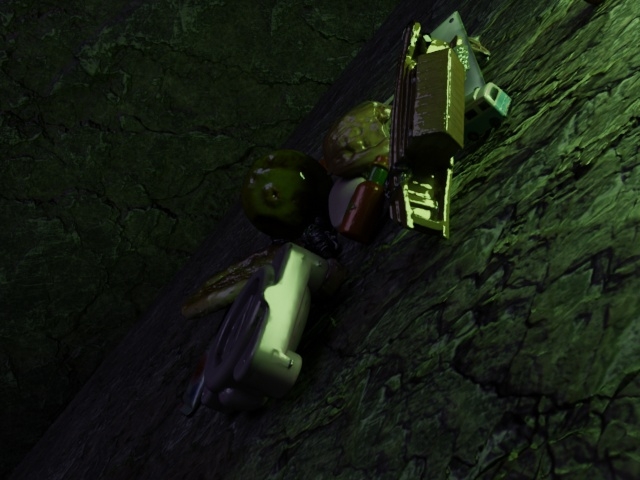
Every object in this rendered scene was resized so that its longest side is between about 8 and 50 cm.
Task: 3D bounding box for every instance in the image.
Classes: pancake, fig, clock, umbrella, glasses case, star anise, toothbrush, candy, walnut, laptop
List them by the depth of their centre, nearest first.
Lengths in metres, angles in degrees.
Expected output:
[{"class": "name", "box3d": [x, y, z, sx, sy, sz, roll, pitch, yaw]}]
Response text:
[{"class": "clock", "box3d": [-0.118, 0.182, 1.286, 0.322, 0.113, 0.295, -46, 22, 50]}, {"class": "candy", "box3d": [0.008, 0.084, 1.364, 0.103, 0.043, 0.103, -43, 16, 16]}, {"class": "laptop", "box3d": [0.276, -0.378, 1.537, 0.188, 0.015, 0.269, -37, 48, 37]}, {"class": "umbrella", "box3d": [-0.003, 0.000, 1.549, 0.080, 0.071, 0.224, -53, 15, 8]}, {"class": "glasses case", "box3d": [0.075, -0.101, 1.563, 0.113, 0.075, 0.297, -44, 14, 16]}, {"class": "walnut", "box3d": [0.097, -0.248, 1.587, 0.204, 0.141, 0.238, -13, 21, 30]}, {"class": "pancake", "box3d": [-0.177, 0.090, 1.639, 0.356, 0.065, 0.356, -23, 12, 5]}, {"class": "star anise", "box3d": [0.318, -0.423, 1.642, 0.236, 0.093, 0.229, -25, 23, 51]}, {"class": "fig", "box3d": [-0.077, -0.118, 1.759, 0.239, 0.239, 0.271, -48, -10, 8]}, {"class": "toothbrush", "box3d": [0.248, -0.465, 2.080, 0.204, 0.017, 0.022, -41, 27, 29]}]

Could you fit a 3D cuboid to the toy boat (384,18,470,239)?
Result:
[{"class": "toy boat", "box3d": [0.196, -0.199, 1.175, 0.162, 0.136, 0.445, 128, 153, -62]}]

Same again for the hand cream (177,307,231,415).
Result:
[{"class": "hand cream", "box3d": [-0.249, 0.265, 1.634, 0.340, 0.078, 0.124, -59, 17, -17]}]

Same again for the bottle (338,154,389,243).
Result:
[{"class": "bottle", "box3d": [0.100, -0.088, 1.390, 0.187, 0.069, 0.069, -67, 18, -11]}]

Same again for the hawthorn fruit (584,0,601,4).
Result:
[{"class": "hawthorn fruit", "box3d": [0.520, -0.482, 1.230, 0.103, 0.067, 0.066, -39, 18, 28]}]

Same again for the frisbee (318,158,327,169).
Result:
[{"class": "frisbee", "box3d": [-0.032, -0.214, 2.246, 0.192, 0.035, 0.192, -46, 15, 16]}]

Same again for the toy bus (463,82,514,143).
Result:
[{"class": "toy bus", "box3d": [0.293, -0.238, 1.262, 0.123, 0.075, 0.060, -31, 24, 51]}]

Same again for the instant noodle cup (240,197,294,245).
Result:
[{"class": "instant noodle cup", "box3d": [-0.120, -0.128, 1.995, 0.258, 0.181, 0.302, -47, 14, 14]}]
